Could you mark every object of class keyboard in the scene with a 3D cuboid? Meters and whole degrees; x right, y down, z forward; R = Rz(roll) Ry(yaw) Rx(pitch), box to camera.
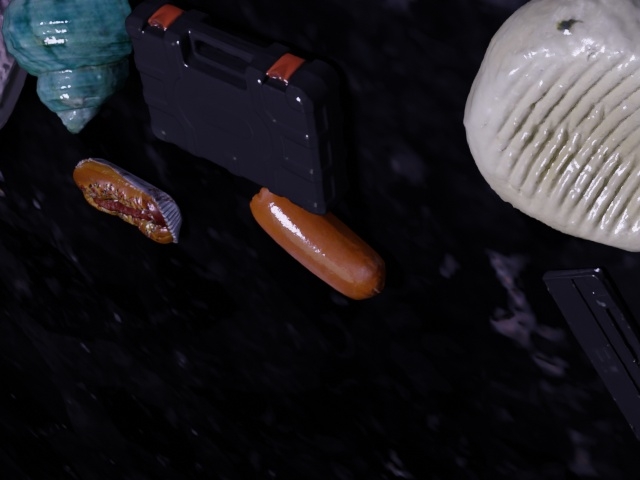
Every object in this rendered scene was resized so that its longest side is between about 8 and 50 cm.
[{"bbox_3d":[0.329,0.129,1.390,0.087,0.017,0.250,-7,124,51],"label":"keyboard"}]

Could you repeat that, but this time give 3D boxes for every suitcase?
[{"bbox_3d":[-0.097,-0.160,1.487,0.285,0.066,0.206,26,146,28],"label":"suitcase"}]

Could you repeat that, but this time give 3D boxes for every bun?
[{"bbox_3d":[0.248,-0.108,1.064,0.259,0.160,0.259,15,137,15],"label":"bun"}]

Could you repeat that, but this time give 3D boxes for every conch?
[{"bbox_3d":[-0.308,-0.239,1.565,0.196,0.134,0.202,26,144,46],"label":"conch"}]

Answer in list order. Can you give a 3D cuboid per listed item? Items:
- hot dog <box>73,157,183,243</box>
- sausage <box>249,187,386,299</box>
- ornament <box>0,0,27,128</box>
[{"bbox_3d":[-0.282,-0.059,1.840,0.191,0.059,0.108,25,149,25],"label":"hot dog"},{"bbox_3d":[0.000,0.000,1.563,0.197,0.076,0.076,40,149,5],"label":"sausage"},{"bbox_3d":[-0.509,-0.249,1.675,0.225,0.259,0.259,21,150,-7],"label":"ornament"}]
